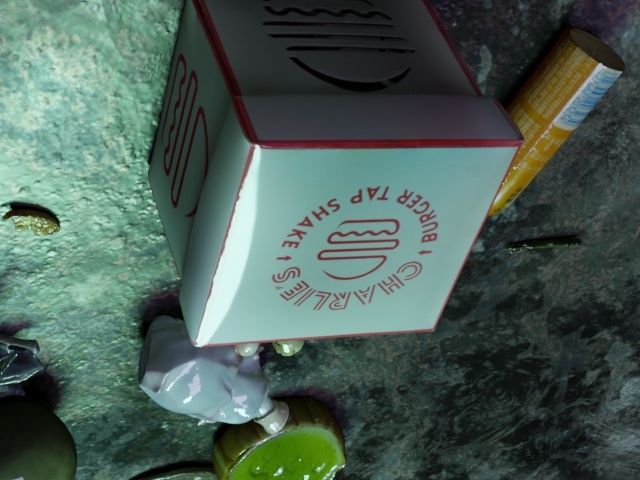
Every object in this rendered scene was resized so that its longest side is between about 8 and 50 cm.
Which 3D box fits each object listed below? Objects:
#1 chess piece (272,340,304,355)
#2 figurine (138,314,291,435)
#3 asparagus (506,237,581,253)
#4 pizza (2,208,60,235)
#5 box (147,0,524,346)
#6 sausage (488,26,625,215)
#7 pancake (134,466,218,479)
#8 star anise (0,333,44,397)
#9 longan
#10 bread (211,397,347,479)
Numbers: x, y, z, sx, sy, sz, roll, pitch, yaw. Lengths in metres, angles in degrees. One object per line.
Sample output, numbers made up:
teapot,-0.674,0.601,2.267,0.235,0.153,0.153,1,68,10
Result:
chess piece,-0.062,0.119,1.838,0.060,0.060,0.172,-22,144,-1
figurine,-0.159,0.203,1.825,0.200,0.133,0.276,-25,143,30
asparagus,0.348,0.007,1.939,0.127,0.018,0.015,-5,177,-17
pizza,-0.362,-0.024,1.564,0.083,0.016,0.037,15,127,-42
box,-0.006,-0.092,1.432,0.314,0.300,0.312,-2,136,-23
sausage,0.279,-0.141,1.682,0.093,0.093,0.312,10,131,-34
pancake,-0.255,0.466,2.155,0.250,0.031,0.250,-14,139,-12
star anise,-0.476,0.168,1.673,0.262,0.081,0.230,-32,141,28
longan,-0.451,0.328,1.783,0.220,0.196,0.196,-43,137,15
bread,-0.065,0.359,2.081,0.236,0.070,0.236,-17,137,-17
